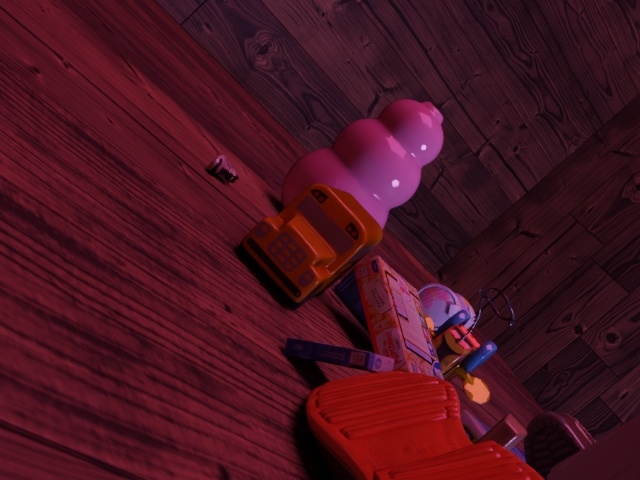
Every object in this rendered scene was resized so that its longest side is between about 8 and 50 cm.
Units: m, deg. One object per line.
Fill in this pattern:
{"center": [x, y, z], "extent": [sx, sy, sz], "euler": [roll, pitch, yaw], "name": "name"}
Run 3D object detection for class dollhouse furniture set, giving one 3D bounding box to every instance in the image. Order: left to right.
{"center": [0.211, 0.274, 0.969], "extent": [0.091, 0.114, 0.081], "euler": [49, 3, 24], "name": "dollhouse furniture set"}

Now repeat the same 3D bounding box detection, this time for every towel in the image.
{"center": [0.082, 0.099, 1.303], "extent": [0.119, 0.067, 0.029], "euler": [49, 9, 15], "name": "towel"}

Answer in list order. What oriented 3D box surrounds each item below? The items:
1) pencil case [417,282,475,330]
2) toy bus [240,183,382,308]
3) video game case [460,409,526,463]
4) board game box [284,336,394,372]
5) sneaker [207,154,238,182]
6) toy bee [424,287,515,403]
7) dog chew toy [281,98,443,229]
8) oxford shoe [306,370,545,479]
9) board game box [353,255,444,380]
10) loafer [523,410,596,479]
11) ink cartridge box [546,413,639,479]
{"center": [0.308, 0.176, 2.019], "extent": [0.124, 0.113, 0.273], "euler": [27, 0, 22], "name": "pencil case"}
{"center": [0.000, 0.000, 1.102], "extent": [0.108, 0.130, 0.333], "euler": [48, 7, 5], "name": "toy bus"}
{"center": [0.295, 0.376, 1.117], "extent": [0.269, 0.061, 0.244], "euler": [40, 12, -49], "name": "video game case"}
{"center": [0.021, 0.119, 0.835], "extent": [0.090, 0.020, 0.090], "euler": [8, -8, 22], "name": "board game box"}
{"center": [-0.143, -0.105, 1.217], "extent": [0.037, 0.032, 0.083], "euler": [48, 8, 7], "name": "sneaker"}
{"center": [0.221, 0.190, 1.438], "extent": [0.195, 0.162, 0.298], "euler": [43, -22, 39], "name": "toy bee"}
{"center": [0.087, -0.128, 1.487], "extent": [0.206, 0.332, 0.206], "euler": [47, 7, -7], "name": "dog chew toy"}
{"center": [0.067, 0.200, 0.640], "extent": [0.364, 0.130, 0.132], "euler": [-136, -142, -77], "name": "oxford shoe"}
{"center": [0.118, 0.136, 1.169], "extent": [0.147, 0.045, 0.193], "euler": [39, 31, -51], "name": "board game box"}
{"center": [0.354, 0.326, 1.045], "extent": [0.087, 0.094, 0.251], "euler": [-27, 85, -51], "name": "loafer"}
{"center": [0.427, 0.390, 0.811], "extent": [0.279, 0.160, 0.384], "euler": [23, 36, -32], "name": "ink cartridge box"}
